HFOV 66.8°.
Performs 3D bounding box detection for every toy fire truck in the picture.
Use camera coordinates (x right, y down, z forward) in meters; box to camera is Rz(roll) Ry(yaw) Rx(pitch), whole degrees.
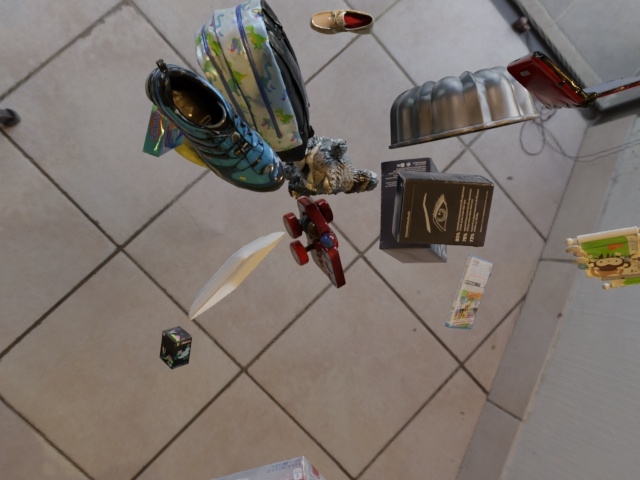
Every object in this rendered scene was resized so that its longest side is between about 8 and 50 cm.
[{"bbox_3d":[0.000,0.000,1.754,0.169,0.254,0.302,-25,126,-18],"label":"toy fire truck"}]

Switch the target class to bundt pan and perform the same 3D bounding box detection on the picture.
[{"bbox_3d":[0.304,-0.296,1.083,0.330,0.331,0.124,-14,97,-11],"label":"bundt pan"}]

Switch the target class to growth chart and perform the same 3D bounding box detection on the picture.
[{"bbox_3d":[0.646,0.041,1.052,0.237,0.172,0.021,38,48,-34],"label":"growth chart"}]

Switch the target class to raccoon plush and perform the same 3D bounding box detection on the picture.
[{"bbox_3d":[0.087,-0.244,1.578,0.446,0.299,0.216,-9,102,-32],"label":"raccoon plush"}]

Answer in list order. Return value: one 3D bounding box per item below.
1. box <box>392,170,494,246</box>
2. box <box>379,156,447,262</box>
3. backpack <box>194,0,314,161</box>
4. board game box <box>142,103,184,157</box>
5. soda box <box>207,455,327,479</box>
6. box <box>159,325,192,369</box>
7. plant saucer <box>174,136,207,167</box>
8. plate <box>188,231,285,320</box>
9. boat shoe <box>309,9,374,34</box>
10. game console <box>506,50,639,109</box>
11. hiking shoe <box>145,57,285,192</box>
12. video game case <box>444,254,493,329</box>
[{"bbox_3d":[0.280,-0.076,1.136,0.207,0.108,0.153,4,109,0],"label":"box"},{"bbox_3d":[0.346,-0.093,1.757,0.179,0.343,0.313,-1,79,24],"label":"box"},{"bbox_3d":[-0.154,-0.405,1.201,0.273,0.355,0.290,-4,63,-4],"label":"backpack"},{"bbox_3d":[-0.401,-0.321,1.294,0.047,0.210,0.160,19,109,-6],"label":"board game box"},{"bbox_3d":[-0.123,0.361,0.621,0.263,0.083,0.092,-19,132,10],"label":"soda box"},{"bbox_3d":[-0.368,0.271,1.234,0.052,0.062,0.083,-9,118,-48],"label":"box"},{"bbox_3d":[-0.383,-0.312,1.613,0.241,0.241,0.037,20,69,-11],"label":"plant saucer"},{"bbox_3d":[-0.242,0.086,1.387,0.045,0.278,0.277,45,113,3],"label":"plate"},{"bbox_3d":[0.057,-0.565,1.242,0.170,0.059,0.063,1,95,-1],"label":"boat shoe"},{"bbox_3d":[0.311,-0.206,0.587,0.124,0.144,0.085,41,106,-3],"label":"game console"},{"bbox_3d":[-0.177,-0.182,0.855,0.304,0.132,0.113,39,87,-25],"label":"hiking shoe"},{"bbox_3d":[0.339,0.121,1.102,0.119,0.015,0.166,15,94,-49],"label":"video game case"}]
